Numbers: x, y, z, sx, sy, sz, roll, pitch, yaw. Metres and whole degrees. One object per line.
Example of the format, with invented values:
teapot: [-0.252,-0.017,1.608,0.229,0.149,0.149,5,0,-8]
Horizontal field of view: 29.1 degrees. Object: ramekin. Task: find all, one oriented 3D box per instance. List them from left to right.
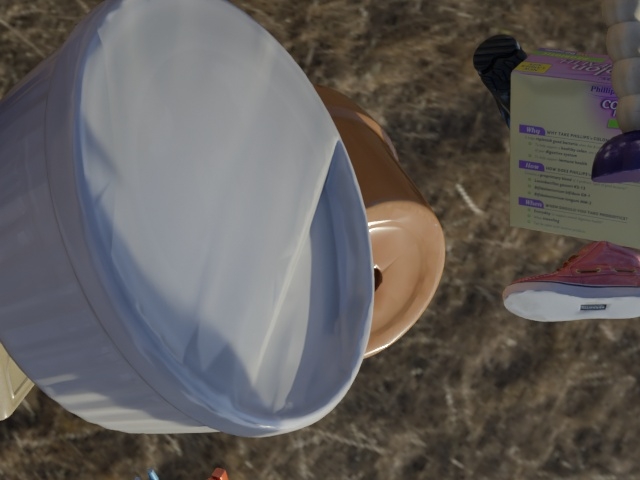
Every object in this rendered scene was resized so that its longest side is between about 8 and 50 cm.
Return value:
ramekin: [-0.092,-0.006,0.746,0.273,0.127,0.273,32,48,-45]

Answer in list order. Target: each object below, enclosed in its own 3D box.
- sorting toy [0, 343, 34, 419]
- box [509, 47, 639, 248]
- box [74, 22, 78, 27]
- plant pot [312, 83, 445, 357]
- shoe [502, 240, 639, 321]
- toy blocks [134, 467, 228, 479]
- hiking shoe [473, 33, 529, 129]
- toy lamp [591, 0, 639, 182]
sorting toy: [-0.416,0.060,1.672,0.229,0.041,0.307,-55,148,-53]
box: [0.388,-0.132,1.747,0.117,0.213,0.243,-41,134,-49]
box: [-0.262,-0.147,1.884,0.097,0.395,0.318,-31,85,-17]
plant pot: [0.000,0.000,1.351,0.291,0.203,0.291,-20,129,-26]
shoe: [0.307,0.048,1.494,0.178,0.081,0.063,1,142,0]
toy blocks: [-0.153,0.311,1.459,0.123,0.054,0.148,-24,131,-10]
hiking shoe: [0.362,-0.204,2.052,0.113,0.132,0.304,-25,86,17]
toy lamp: [0.208,-0.180,0.861,0.080,0.080,0.275,0,84,-35]
